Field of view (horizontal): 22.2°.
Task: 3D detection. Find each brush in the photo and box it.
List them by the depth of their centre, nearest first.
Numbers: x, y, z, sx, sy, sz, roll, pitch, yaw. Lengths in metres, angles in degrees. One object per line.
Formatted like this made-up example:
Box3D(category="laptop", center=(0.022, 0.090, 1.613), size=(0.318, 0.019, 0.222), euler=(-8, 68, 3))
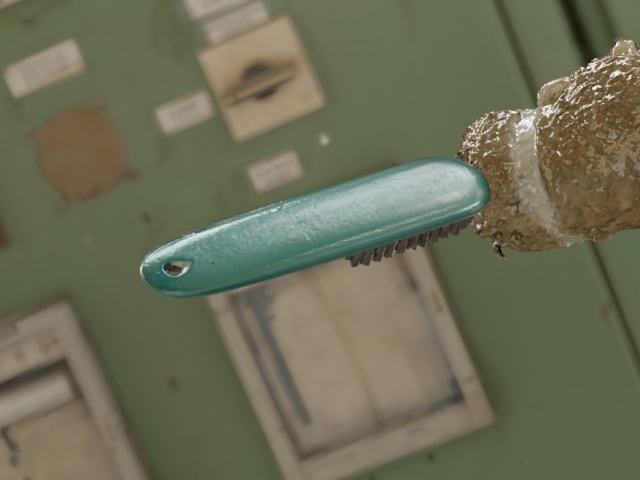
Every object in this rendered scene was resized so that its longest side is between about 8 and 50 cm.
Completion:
Box3D(category="brush", center=(0.000, 0.000, 0.771), size=(0.193, 0.043, 0.032), euler=(-19, -37, -30))

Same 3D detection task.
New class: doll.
Box3D(category="doll", center=(0.186, -0.062, 1.007), size=(0.221, 0.105, 0.115), euler=(-28, 46, 16))
